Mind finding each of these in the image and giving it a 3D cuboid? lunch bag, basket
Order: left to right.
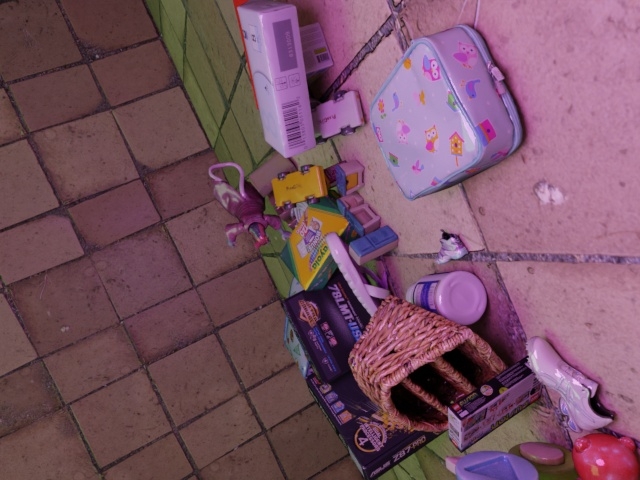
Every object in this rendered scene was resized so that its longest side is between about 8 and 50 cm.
[{"bbox_3d":[0.005,0.297,1.839,0.328,0.238,0.386,-150,60,-65],"label":"lunch bag"},{"bbox_3d":[0.229,0.289,0.955,0.223,0.213,0.299,20,161,50],"label":"basket"},{"bbox_3d":[0.190,-0.202,0.768,0.224,0.107,0.279,68,162,5],"label":"lunch bag"}]

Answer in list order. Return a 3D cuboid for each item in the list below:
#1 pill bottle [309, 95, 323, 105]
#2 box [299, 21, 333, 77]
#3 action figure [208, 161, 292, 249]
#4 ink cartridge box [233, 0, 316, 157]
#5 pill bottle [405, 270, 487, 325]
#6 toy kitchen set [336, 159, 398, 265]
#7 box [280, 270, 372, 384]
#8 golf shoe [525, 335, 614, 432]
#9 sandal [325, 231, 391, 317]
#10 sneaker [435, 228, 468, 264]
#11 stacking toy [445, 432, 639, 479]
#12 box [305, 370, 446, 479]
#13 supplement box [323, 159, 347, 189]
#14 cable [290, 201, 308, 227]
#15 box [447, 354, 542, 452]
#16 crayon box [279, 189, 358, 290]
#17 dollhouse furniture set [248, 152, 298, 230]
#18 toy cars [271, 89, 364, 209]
[{"bbox_3d":[-0.066,-0.357,1.312,0.215,0.117,0.117,46,155,47],"label":"pill bottle"},{"bbox_3d":[-0.066,-0.449,1.181,0.103,0.114,0.203,69,164,-9],"label":"box"},{"bbox_3d":[-0.257,-0.113,1.774,0.370,0.248,0.276,-125,23,-46],"label":"action figure"},{"bbox_3d":[-0.149,-0.409,1.132,0.385,0.091,0.308,43,150,49],"label":"ink cartridge box"},{"bbox_3d":[0.263,0.126,1.019,0.112,0.112,0.186,64,164,0],"label":"pill bottle"},{"bbox_3d":[0.097,-0.077,1.215,0.207,0.122,0.166,52,160,35],"label":"toy kitchen set"},{"bbox_3d":[0.064,0.263,1.519,0.296,0.293,0.073,63,165,5],"label":"box"},{"bbox_3d":[0.427,0.236,0.796,0.176,0.069,0.086,59,143,9],"label":"golf shoe"},{"bbox_3d":[0.149,0.126,1.354,0.416,0.102,0.169,53,-171,-39],"label":"sandal"},{"bbox_3d":[0.264,0.009,0.983,0.069,0.038,0.098,65,154,5],"label":"sneaker"},{"bbox_3d":[0.373,0.394,0.840,0.279,0.308,0.131,-159,63,-89],"label":"stacking toy"},{"bbox_3d":[0.175,0.516,1.502,0.395,0.318,0.097,44,154,53],"label":"box"},{"bbox_3d":[0.040,-0.180,1.304,0.043,0.083,0.055,59,163,15],"label":"supplement box"},{"bbox_3d":[-0.009,-0.062,1.629,0.257,0.089,0.257,57,162,20],"label":"cable"},{"bbox_3d":[0.336,0.309,0.892,0.036,0.207,0.114,45,155,48],"label":"box"},{"bbox_3d":[0.000,0.000,1.437,0.165,0.081,0.278,50,122,32],"label":"crayon box"},{"bbox_3d":[-0.140,-0.205,1.817,0.212,0.161,0.242,53,-178,35],"label":"dollhouse furniture set"},{"bbox_3d":[0.000,-0.221,1.197,0.176,0.087,0.394,48,129,25],"label":"toy cars"}]
